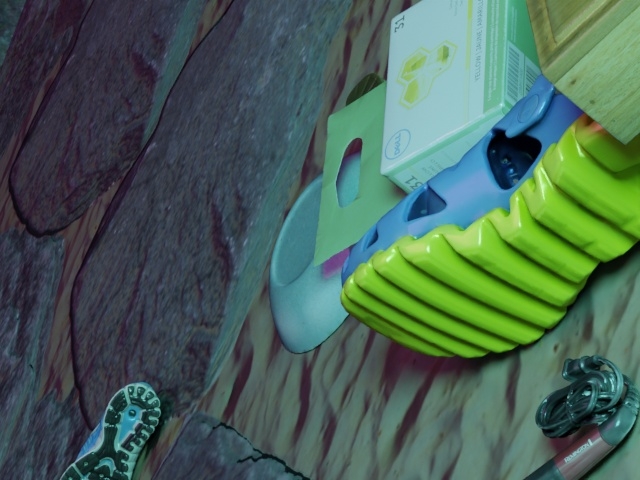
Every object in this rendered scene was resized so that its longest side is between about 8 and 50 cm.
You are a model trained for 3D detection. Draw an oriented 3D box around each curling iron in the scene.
[{"bbox_3d":[0.105,0.169,1.160,0.274,0.035,0.068,-52,20,28],"label":"curling iron"}]

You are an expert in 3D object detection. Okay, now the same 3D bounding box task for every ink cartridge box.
[{"bbox_3d":[0.069,-0.100,1.456,0.235,0.056,0.171,-28,40,34],"label":"ink cartridge box"}]

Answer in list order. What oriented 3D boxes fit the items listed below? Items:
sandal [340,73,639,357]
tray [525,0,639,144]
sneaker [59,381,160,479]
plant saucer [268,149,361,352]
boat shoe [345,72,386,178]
[{"bbox_3d":[0.135,-0.031,1.211,0.317,0.126,0.138,-33,35,38],"label":"sandal"},{"bbox_3d":[0.277,-0.255,1.024,0.411,0.076,0.203,-44,23,24],"label":"tray"},{"bbox_3d":[-0.201,0.207,1.833,0.162,0.063,0.073,-57,4,8],"label":"sneaker"},{"bbox_3d":[0.000,0.000,1.597,0.195,0.037,0.195,-50,25,35],"label":"plant saucer"},{"bbox_3d":[0.062,-0.083,1.546,0.056,0.048,0.153,-46,32,13],"label":"boat shoe"}]
